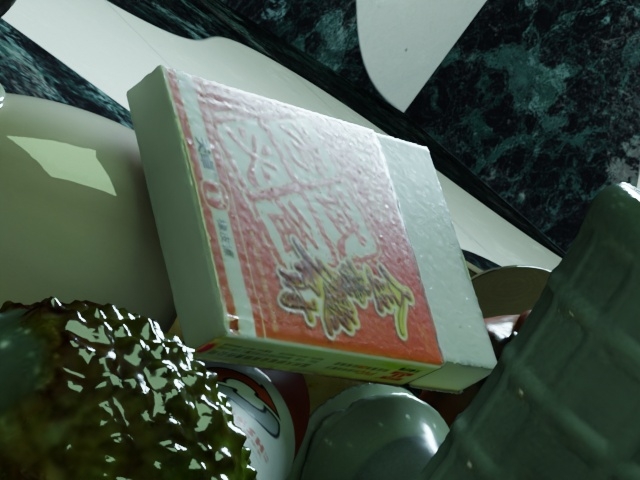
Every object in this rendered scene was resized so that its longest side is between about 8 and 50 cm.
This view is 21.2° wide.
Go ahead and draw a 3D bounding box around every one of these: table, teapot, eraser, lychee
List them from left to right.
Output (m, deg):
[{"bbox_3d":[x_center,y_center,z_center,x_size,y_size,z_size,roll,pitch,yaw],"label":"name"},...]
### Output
[{"bbox_3d":[-0.095,0.103,0.642,0.171,0.171,0.171,35,10,-7],"label":"lychee"},{"bbox_3d":[0.000,0.000,0.946,0.230,0.038,0.157,13,53,-47],"label":"eraser"},{"bbox_3d":[0.141,0.083,1.567,0.167,0.167,0.226,33,1,-17],"label":"table"},{"bbox_3d":[0.083,0.168,0.919,0.183,0.183,0.251,30,2,-35],"label":"teapot"}]

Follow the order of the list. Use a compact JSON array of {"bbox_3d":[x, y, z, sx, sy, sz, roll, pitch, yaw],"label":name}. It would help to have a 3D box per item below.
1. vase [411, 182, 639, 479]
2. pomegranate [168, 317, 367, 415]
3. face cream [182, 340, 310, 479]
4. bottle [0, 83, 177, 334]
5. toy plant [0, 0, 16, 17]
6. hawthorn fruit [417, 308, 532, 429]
[{"bbox_3d":[0.052,0.128,0.581,0.143,0.299,0.143,35,10,-7],"label":"vase"},{"bbox_3d":[-0.033,0.038,1.073,0.196,0.196,0.196,35,10,-7],"label":"pomegranate"},{"bbox_3d":[-0.062,0.108,0.872,0.096,0.096,0.214,37,10,0],"label":"face cream"},{"bbox_3d":[-0.192,-0.022,0.906,0.236,0.147,0.147,26,14,-28],"label":"bottle"},{"bbox_3d":[-0.344,-0.222,1.289,0.235,0.175,0.218,8,-20,43],"label":"toy plant"},{"bbox_3d":[0.176,0.172,1.133,0.261,0.224,0.224,57,1,-23],"label":"hawthorn fruit"}]
